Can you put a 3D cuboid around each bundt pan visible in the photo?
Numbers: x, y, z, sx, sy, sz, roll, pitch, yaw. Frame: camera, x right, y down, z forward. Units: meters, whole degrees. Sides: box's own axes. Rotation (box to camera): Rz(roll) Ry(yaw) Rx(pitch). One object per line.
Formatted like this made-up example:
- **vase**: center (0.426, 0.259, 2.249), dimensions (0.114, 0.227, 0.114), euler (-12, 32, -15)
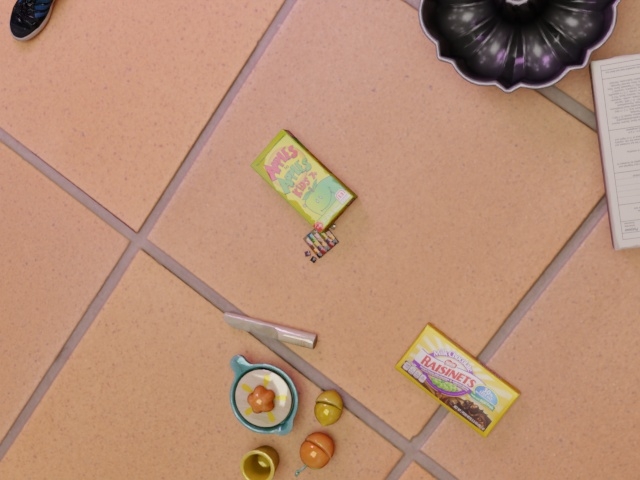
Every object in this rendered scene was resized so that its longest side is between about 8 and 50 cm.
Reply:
- **bundt pan**: center (0.327, -0.405, 1.548), dimensions (0.331, 0.124, 0.330), euler (1, 96, 14)

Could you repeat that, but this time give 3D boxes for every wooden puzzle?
- **wooden puzzle**: center (0.000, 0.000, 1.739), dimensions (0.083, 0.006, 0.049), euler (-40, 85, 15)

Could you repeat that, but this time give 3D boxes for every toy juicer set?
- **toy juicer set**: center (-0.069, 0.287, 1.746), dimensions (0.209, 0.089, 0.328), euler (-8, 93, 16)

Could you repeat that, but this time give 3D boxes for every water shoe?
- **water shoe**: center (-0.547, -0.474, 1.798), dimensions (0.073, 0.080, 0.203), euler (40, 104, 8)

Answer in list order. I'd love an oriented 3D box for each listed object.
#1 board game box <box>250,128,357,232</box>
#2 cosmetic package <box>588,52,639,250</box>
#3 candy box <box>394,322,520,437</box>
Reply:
- **board game box**: center (-0.030, -0.108, 1.713), dimensions (0.181, 0.043, 0.092), euler (44, 102, 8)
- **cosmetic package**: center (0.535, -0.148, 1.525), dimensions (0.160, 0.113, 0.309), euler (-6, 95, 15)
- **candy box**: center (0.245, 0.250, 1.690), dimensions (0.206, 0.027, 0.105), euler (37, 100, 8)
